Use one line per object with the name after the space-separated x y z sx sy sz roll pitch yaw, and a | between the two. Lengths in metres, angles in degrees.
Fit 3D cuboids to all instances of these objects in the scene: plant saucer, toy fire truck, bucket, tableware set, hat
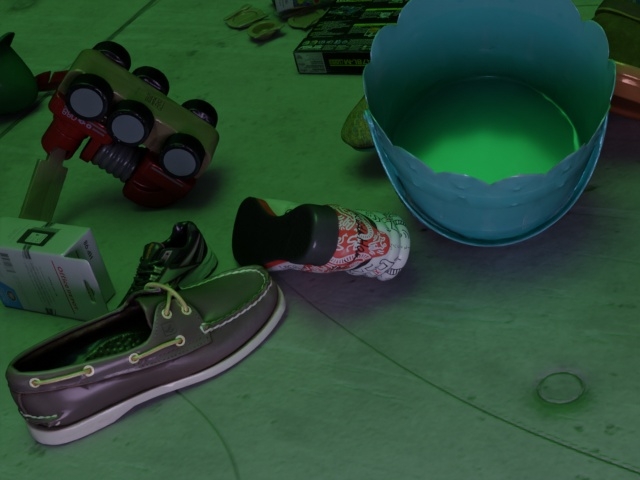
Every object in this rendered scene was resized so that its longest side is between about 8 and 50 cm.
0.368 -0.183 1.496 0.200 0.200 0.037 22 93 41 | plant saucer
-0.288 -0.103 1.638 0.246 0.217 0.158 -46 19 35 | toy fire truck
0.191 -0.139 1.396 0.281 0.183 0.281 -3 63 6 | bucket
-0.076 -0.377 2.034 0.141 0.020 0.168 -26 36 -14 | tableware set
-0.475 -0.222 1.976 0.208 0.183 0.173 -46 12 32 | hat

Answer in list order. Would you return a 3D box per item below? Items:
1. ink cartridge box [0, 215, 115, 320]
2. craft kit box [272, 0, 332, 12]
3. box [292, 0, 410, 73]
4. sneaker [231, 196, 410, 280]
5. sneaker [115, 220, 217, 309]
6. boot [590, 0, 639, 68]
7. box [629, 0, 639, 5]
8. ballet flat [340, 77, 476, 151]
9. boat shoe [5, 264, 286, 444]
-0.323 0.036 1.497 0.180 0.104 0.060 7 40 28 | ink cartridge box
0.026 -0.511 1.963 0.247 0.250 0.061 -14 36 -5 | craft kit box
0.079 -0.321 1.879 0.191 0.045 0.184 4 37 27 | box
0.000 0.001 1.445 0.145 0.090 0.270 9 -3 -25 | sneaker
-0.200 0.041 1.464 0.072 0.077 0.178 7 42 30 | sneaker
0.453 -0.222 1.575 0.115 0.112 0.305 -50 40 -9 | boot
0.551 -0.425 1.743 0.300 0.154 0.142 -37 41 -26 | box
0.178 -0.227 1.579 0.349 0.123 0.123 -21 36 -7 | ballet flat
-0.189 0.107 1.354 0.324 0.096 0.116 -27 37 -15 | boat shoe
